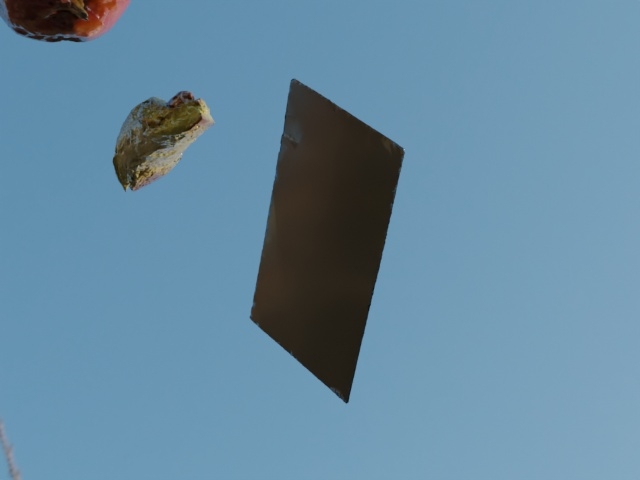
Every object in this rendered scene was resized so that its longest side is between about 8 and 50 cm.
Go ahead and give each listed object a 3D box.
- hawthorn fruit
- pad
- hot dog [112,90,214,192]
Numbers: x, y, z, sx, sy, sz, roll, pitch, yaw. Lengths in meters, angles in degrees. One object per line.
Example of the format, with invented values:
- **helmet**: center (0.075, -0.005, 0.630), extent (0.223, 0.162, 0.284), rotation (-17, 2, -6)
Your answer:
- **hawthorn fruit**: center (-0.265, -0.283, 1.390), extent (0.173, 0.179, 0.173), rotation (9, -53, 12)
- **pad**: center (0.000, 0.000, 1.204), extent (0.004, 0.163, 0.243), rotation (-8, -59, -36)
- **hot dog**: center (-0.156, -0.105, 1.342), extent (0.169, 0.078, 0.061), rotation (-37, -100, 50)
